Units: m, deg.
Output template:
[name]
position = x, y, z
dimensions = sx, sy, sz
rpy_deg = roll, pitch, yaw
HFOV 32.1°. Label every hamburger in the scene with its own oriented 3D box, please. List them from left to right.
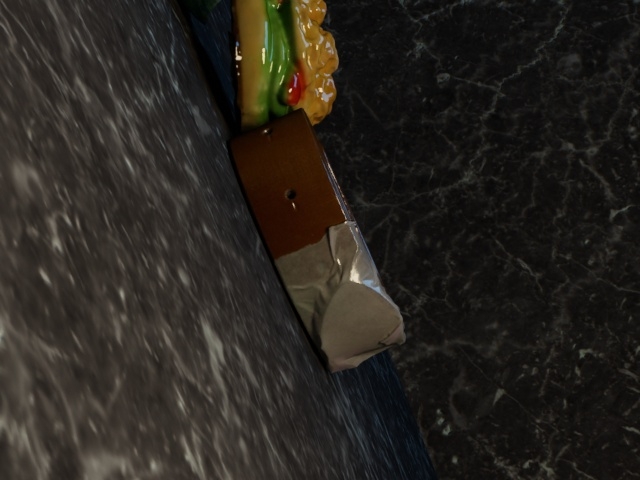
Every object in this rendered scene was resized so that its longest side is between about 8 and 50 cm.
[hamburger]
position = -0.051, -0.248, 1.541
dimensions = 0.237, 0.149, 0.237
rpy_deg = 177, -90, -83

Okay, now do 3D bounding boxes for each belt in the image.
[belt]
position = 0.000, 0.000, 1.460
dimensions = 0.217, 0.122, 0.339
rpy_deg = -92, 158, -82

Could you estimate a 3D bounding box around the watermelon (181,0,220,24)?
[watermelon]
position = -0.172, -0.371, 1.536
dimensions = 0.231, 0.128, 0.146
rpy_deg = -87, -173, -52
